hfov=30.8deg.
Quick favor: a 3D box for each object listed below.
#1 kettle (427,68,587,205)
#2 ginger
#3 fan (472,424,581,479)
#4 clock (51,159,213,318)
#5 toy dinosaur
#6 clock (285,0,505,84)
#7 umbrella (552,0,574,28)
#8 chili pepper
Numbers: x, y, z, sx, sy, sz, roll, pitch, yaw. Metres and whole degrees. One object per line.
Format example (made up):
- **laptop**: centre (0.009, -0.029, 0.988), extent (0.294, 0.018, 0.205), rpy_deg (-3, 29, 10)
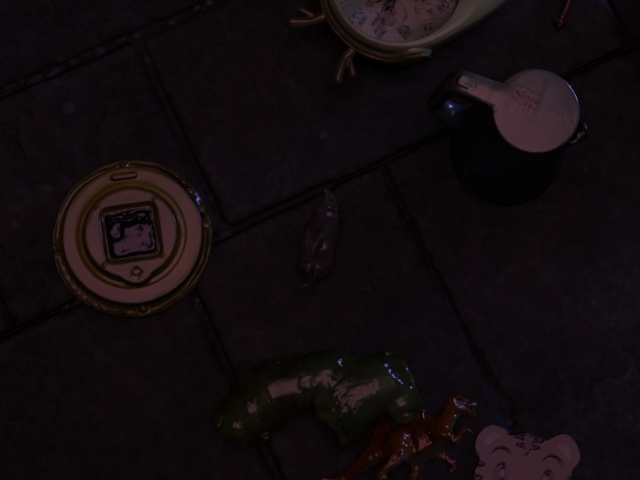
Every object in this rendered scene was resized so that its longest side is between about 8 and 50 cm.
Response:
- **kettle**: centre (0.249, -0.161, 1.596), extent (0.211, 0.243, 0.160), rpy_deg (28, 81, 5)
- **ginger**: centre (-0.001, 0.220, 1.608), extent (0.290, 0.089, 0.137), rpy_deg (1, 94, -3)
- **fan**: centre (0.279, 0.375, 1.624), extent (0.153, 0.008, 0.226), rpy_deg (10, 80, 0)
- **clock**: centre (-0.271, -0.007, 1.657), extent (0.237, 0.057, 0.237), rpy_deg (0, 80, -1)
- **toy dinosaur**: centre (0.113, 0.278, 1.616), extent (0.212, 0.057, 0.142), rpy_deg (6, 69, -1)
- **clock**: centre (0.104, -0.362, 1.701), extent (0.308, 0.096, 0.235), rpy_deg (-38, 84, -6)
- **umbrella**: centre (0.385, -0.393, 1.745), extent (0.025, 0.027, 0.165), rpy_deg (14, 79, 47)
- **chili pepper**: centre (0.000, 0.000, 1.667), extent (0.050, 0.041, 0.153), rpy_deg (20, 63, -17)
